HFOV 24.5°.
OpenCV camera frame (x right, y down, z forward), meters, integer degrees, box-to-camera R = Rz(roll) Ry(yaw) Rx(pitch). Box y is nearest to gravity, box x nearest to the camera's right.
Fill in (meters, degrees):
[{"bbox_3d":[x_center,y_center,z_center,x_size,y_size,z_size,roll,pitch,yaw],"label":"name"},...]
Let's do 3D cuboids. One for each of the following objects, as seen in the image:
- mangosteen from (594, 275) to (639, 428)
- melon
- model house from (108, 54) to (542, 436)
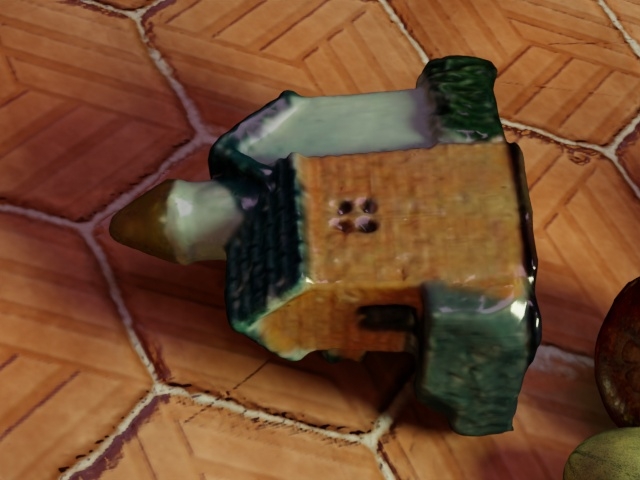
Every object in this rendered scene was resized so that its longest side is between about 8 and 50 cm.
[{"bbox_3d":[0.279,0.089,1.079,0.145,0.156,0.181,11,8,23],"label":"mangosteen"},{"bbox_3d":[0.225,0.177,0.987,0.130,0.098,0.098,33,44,4],"label":"melon"},{"bbox_3d":[0.000,0.000,1.032,0.291,0.184,0.253,2,53,-3],"label":"model house"}]
